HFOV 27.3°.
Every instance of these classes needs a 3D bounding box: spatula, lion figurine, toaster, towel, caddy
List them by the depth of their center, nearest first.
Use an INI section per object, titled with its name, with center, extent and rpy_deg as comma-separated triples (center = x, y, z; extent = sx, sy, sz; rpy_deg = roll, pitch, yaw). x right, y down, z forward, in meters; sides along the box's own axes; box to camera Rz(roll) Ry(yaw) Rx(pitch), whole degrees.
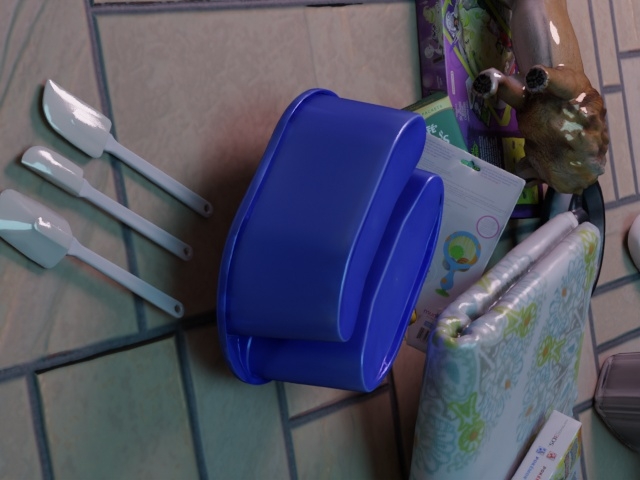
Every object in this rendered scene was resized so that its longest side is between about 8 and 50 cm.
[spatula]
center = -0.206, -0.028, 1.304
extent = 0.242, 0.019, 0.168
rpy_deg = 37, 55, -40
[caddy]
center = 0.000, 0.000, 1.412
extent = 0.241, 0.179, 0.341
rpy_deg = 67, 40, -53
[towel]
center = 0.223, 0.168, 1.622
extent = 0.374, 0.090, 0.320
rpy_deg = -36, 136, -47
[lion figurine]
center = 0.281, -0.259, 1.706
extent = 0.240, 0.142, 0.392
rpy_deg = 12, 73, -54
[toaster]
center = 0.509, 0.242, 1.960
extent = 0.227, 0.146, 0.129
rpy_deg = 41, 57, -38

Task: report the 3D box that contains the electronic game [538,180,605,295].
[electronic game]
center = 0.354, -0.003, 1.868
extent = 0.229, 0.048, 0.229
rpy_deg = -14, 106, -60

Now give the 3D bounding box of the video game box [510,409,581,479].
[video game box]
center = 0.272, 0.342, 1.683
extent = 0.187, 0.048, 0.205
rpy_deg = -55, 154, -26

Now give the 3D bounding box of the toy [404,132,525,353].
[toy]
center = 0.131, 0.008, 1.580
extent = 0.137, 0.056, 0.237
rpy_deg = 26, 83, -1

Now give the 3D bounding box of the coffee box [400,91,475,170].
[coffee box]
center = 0.132, -0.077, 1.620
extent = 0.113, 0.040, 0.184
rpy_deg = -23, 107, -10

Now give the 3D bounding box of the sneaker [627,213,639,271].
[sneaker]
center = 0.606, 0.039, 2.095
extent = 0.290, 0.123, 0.106
rpy_deg = 32, 72, -35

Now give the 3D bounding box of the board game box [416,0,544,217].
[board game box]
center = 0.214, -0.199, 1.758
extent = 0.208, 0.056, 0.346
rpy_deg = -1, 87, -52
